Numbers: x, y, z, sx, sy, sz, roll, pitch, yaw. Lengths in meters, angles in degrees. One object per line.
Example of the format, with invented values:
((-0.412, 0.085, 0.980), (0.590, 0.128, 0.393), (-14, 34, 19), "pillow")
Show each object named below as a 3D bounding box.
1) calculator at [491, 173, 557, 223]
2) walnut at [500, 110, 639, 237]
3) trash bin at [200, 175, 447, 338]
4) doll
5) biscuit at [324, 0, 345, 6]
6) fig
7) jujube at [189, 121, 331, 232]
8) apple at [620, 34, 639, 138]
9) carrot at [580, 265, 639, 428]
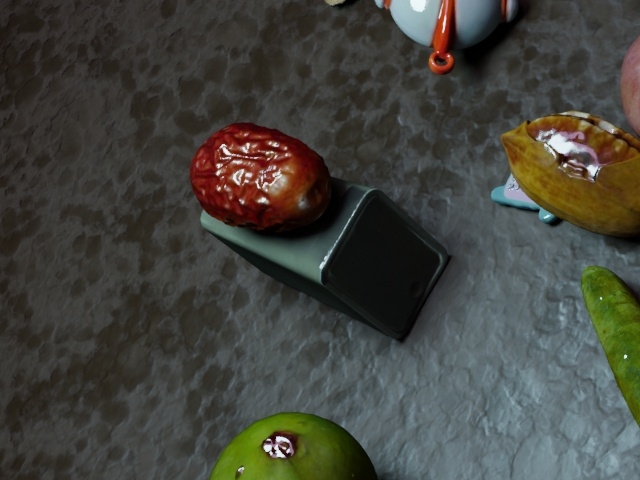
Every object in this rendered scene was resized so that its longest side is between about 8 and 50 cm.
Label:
((0.255, -0.062, 2.016), (0.141, 0.019, 0.094), (13, 68, 44), "calculator")
((0.280, -0.073, 1.918), (0.207, 0.116, 0.115), (24, 79, 26), "walnut")
((0.000, 0.000, 2.088), (0.240, 0.164, 0.122), (21, 77, 48), "trash bin")
((0.157, -0.341, 2.204), (0.200, 0.105, 0.336), (6, 60, -3), "doll")
((0.077, -0.370, 2.330), (0.183, 0.061, 0.118), (-4, 102, 38), "biscuit")
((-0.037, 0.267, 1.898), (0.203, 0.225, 0.203), (-7, 51, 8), "fig")
((-0.066, -0.067, 1.989), (0.176, 0.109, 0.112), (18, 108, 46), "jujube")
((0.385, -0.166, 1.903), (0.153, 0.120, 0.153), (-20, 51, 27), "apple")
((0.329, 0.143, 1.782), (0.074, 0.074, 0.358), (-39, 44, 13), "carrot")
